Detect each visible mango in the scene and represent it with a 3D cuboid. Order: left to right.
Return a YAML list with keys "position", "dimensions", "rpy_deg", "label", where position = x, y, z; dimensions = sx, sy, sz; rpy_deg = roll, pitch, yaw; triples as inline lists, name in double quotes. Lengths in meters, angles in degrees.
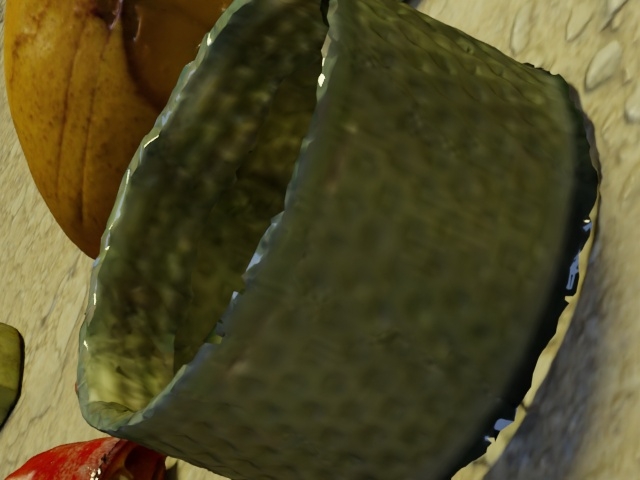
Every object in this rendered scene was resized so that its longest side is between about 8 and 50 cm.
- position: [-0.109, -0.151, 1.233]
  dimensions: [0.199, 0.201, 0.350]
  rpy_deg: [41, 119, 49]
  label: "mango"

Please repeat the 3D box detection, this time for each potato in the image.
- position: [-0.334, 0.099, 1.605]
  dimensions: [0.081, 0.120, 0.149]
  rpy_deg: [-60, 24, 17]
  label: "potato"

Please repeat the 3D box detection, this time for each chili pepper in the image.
- position: [-0.173, 0.180, 1.216]
  dimensions: [0.192, 0.086, 0.084]
  rpy_deg: [-23, 75, 47]
  label: "chili pepper"

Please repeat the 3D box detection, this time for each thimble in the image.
- position: [0.000, 0.000, 0.926]
  dimensions: [0.271, 0.150, 0.270]
  rpy_deg: [-48, 28, 37]
  label: "thimble"

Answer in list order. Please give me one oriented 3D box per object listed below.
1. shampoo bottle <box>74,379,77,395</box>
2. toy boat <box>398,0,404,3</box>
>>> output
- position: [-0.095, 0.017, 1.213]
  dimensions: [0.244, 0.085, 0.085]
  rpy_deg: [-56, 25, 27]
  label: "shampoo bottle"
- position: [0.045, -0.236, 1.158]
  dimensions: [0.207, 0.079, 0.134]
  rpy_deg: [-58, 26, 15]
  label: "toy boat"
